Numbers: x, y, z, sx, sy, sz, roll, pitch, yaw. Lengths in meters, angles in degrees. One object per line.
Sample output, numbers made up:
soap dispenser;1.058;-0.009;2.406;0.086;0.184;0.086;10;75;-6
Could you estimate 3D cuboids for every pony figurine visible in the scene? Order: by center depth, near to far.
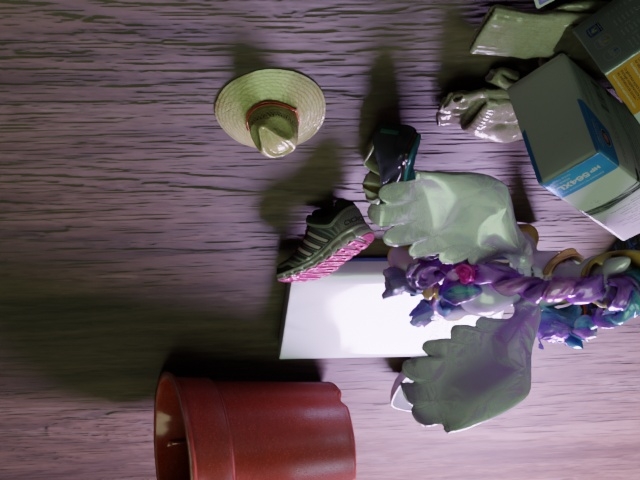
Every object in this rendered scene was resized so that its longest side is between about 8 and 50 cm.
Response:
pony figurine;0.214;0.052;1.700;0.351;0.303;0.363;-9;-176;-17

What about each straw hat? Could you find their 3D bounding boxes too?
straw hat;-0.056;-0.135;1.664;0.144;0.061;0.144;-4;143;-3

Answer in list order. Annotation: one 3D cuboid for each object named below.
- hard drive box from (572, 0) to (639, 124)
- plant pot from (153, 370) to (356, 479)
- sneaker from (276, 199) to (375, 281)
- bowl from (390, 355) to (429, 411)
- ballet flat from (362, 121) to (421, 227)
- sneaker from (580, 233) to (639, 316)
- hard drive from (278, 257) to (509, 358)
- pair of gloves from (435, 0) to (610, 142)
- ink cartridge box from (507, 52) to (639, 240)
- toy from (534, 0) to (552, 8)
hard drive box;0.429;-0.230;1.550;0.232;0.089;0.181;-36;136;13
plant pot;-0.099;0.325;2.114;0.265;0.272;0.272;-3;143;-18
sneaker;0.000;0.000;1.842;0.063;0.075;0.170;1;153;-45
bowl;0.185;0.214;2.160;0.142;0.053;0.142;8;140;-19
ballet flat;0.088;-0.083;1.756;0.074;0.074;0.203;-5;149;-2
sneaker;0.452;0.046;1.975;0.087;0.083;0.221;0;150;-30
hard drive;0.106;0.099;2.008;0.318;0.040;0.210;0;142;-8
pair of gloves;0.256;-0.202;1.640;0.204;0.042;0.240;-2;147;-14
ink cartridge box;0.323;-0.106;1.631;0.086;0.148;0.203;-32;143;26
toy;0.269;-0.342;1.427;0.136;0.056;0.237;-26;141;2
